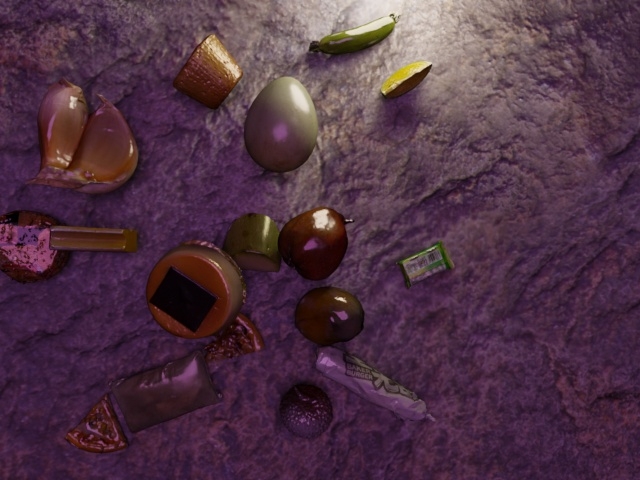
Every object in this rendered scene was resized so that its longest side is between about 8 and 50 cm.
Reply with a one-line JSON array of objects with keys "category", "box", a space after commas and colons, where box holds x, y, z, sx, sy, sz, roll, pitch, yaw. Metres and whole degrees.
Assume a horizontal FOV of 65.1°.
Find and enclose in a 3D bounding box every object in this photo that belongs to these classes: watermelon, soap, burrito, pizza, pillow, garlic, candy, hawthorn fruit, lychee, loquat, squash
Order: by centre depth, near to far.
[{"category": "soap", "box": [-0.646, -0.004, 1.436, 0.231, 0.140, 0.073, 3, 91, -30]}, {"category": "garlic", "box": [-0.690, -0.278, 1.440, 0.285, 0.249, 0.314, -4, 70, 10]}, {"category": "loquat", "box": [0.027, 0.226, 1.507, 0.227, 0.179, 0.180, -13, 91, 38]}, {"category": "pizza", "box": [-0.658, 0.561, 1.519, 0.184, 0.036, 0.176, 21, 87, -6]}, {"category": "lychee", "box": [-0.044, 0.512, 1.519, 0.165, 0.165, 0.198, -10, 124, -6]}, {"category": "pillow", "box": [-0.465, 0.457, 1.520, 0.302, 0.075, 0.185, -19, 100, -3]}, {"category": "hawthorn fruit", "box": [0.000, 0.000, 1.522, 0.248, 0.208, 0.208, -39, 93, -19]}, {"category": "pizza", "box": [-0.283, 0.318, 1.544, 0.193, 0.069, 0.154, -36, 93, -4]}, {"category": "squash", "box": [-0.208, 0.005, 1.548, 0.191, 0.085, 0.184, 4, 90, -7]}, {"category": "burrito", "box": [0.166, 0.456, 1.559, 0.445, 0.139, 0.101, 32, 82, -9]}, {"category": "squash", "box": [0.120, -0.646, 1.596, 0.318, 0.080, 0.071, -21, 130, -5]}, {"category": "watermelon", "box": [0.261, -0.521, 1.602, 0.181, 0.092, 0.075, -33, 79, 3]}, {"category": "candy", "box": [0.341, 0.080, 1.631, 0.178, 0.032, 0.102, -25, 96, -7]}]

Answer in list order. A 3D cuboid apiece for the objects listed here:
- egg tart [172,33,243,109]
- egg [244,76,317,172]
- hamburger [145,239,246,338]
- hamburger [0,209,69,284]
[{"category": "egg tart", "box": [-0.326, -0.494, 1.499, 0.147, 0.202, 0.203, 36, 86, -18]}, {"category": "egg", "box": [-0.114, -0.348, 1.498, 0.218, 0.218, 0.296, 8, 75, -6]}, {"category": "hamburger", "box": [-0.361, 0.147, 1.481, 0.299, 0.176, 0.301, 0, 97, 3]}, {"category": "hamburger", "box": [-0.856, 0.021, 1.473, 0.230, 0.107, 0.231, 1, 86, -13]}]
